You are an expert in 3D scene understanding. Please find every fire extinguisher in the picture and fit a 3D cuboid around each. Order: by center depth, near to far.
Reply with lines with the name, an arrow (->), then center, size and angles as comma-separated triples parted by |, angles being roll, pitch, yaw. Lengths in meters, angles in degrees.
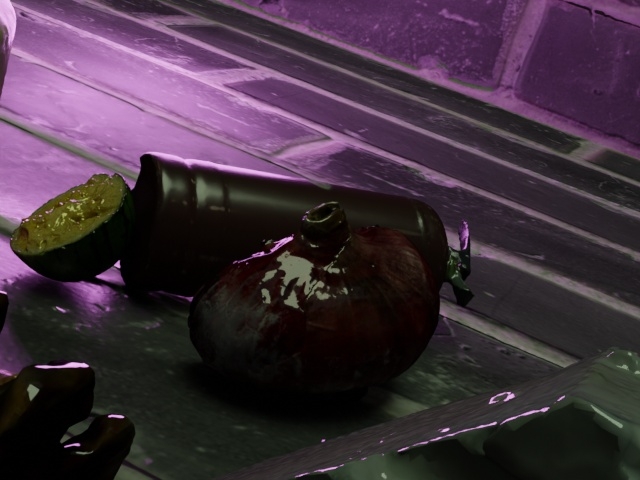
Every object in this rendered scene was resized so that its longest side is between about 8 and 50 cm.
fire extinguisher -> 0.000, 0.000, 1.009 | 0.337, 0.114, 0.135 | 10, 41, -25

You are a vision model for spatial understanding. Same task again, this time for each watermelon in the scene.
watermelon -> -0.189, -0.004, 0.918 | 0.105, 0.062, 0.105 | -18, 31, 11

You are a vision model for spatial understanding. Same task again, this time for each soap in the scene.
soap -> -0.010, 0.107, 0.469 | 0.302, 0.257, 0.159 | 28, 22, 31

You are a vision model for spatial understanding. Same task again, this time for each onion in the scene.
onion -> 0.012, 0.056, 0.840 | 0.206, 0.151, 0.098 | -12, 46, -28

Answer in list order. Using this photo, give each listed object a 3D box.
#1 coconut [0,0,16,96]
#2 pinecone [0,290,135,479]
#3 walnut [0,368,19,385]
coconut -> -0.351, -0.131, 0.720 | 0.353, 0.352, 0.352 | 16, 18, -5
pinecone -> -0.135, 0.139, 0.336 | 0.309, 0.244, 0.244 | 45, 25, 12
walnut -> -0.196, 0.108, 0.617 | 0.091, 0.052, 0.121 | 22, 16, 19
